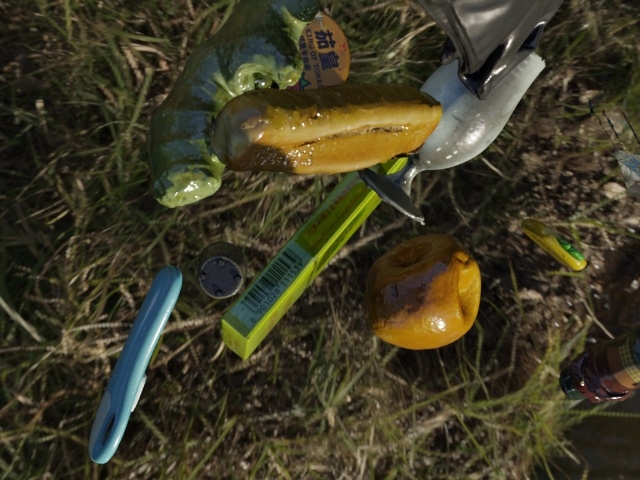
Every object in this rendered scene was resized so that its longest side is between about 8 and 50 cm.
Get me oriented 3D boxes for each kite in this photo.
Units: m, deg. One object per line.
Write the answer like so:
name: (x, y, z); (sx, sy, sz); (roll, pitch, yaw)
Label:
kite: (0.701, -0.192, 1.896); (0.015, 0.169, 0.310); (-44, 117, -10)

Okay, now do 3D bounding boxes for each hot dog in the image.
hot dog: (0.012, -0.105, 0.768); (0.068, 0.289, 0.083); (44, 122, 26)

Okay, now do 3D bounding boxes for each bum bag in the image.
bum bag: (0.123, -0.184, 0.610); (0.060, 0.248, 0.123); (43, 99, 19)

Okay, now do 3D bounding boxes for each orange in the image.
orange: (0.189, 0.108, 1.625); (0.249, 0.249, 0.183); (-26, 105, 4)

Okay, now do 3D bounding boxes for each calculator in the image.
calculator: (0.502, 0.008, 1.842); (0.146, 0.235, 0.032); (41, 94, -7)

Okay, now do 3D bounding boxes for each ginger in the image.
ginger: (-0.094, -0.162, 0.897); (0.137, 0.089, 0.290); (32, 75, 28)

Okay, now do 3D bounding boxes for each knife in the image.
knife: (-0.189, 0.128, 0.878); (0.031, 0.064, 0.222); (19, 99, -30)

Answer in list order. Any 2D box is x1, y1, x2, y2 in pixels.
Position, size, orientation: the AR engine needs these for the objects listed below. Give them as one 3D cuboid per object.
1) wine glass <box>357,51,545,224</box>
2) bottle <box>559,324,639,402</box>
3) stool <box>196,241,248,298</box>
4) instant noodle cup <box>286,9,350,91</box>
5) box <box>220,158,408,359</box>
wine glass: (0.143, -0.127, 0.927); (0.103, 0.103, 0.222); (38, 105, -7)
bottle: (0.663, 0.299, 1.961); (0.156, 0.143, 0.271); (34, 141, -16)
stool: (-0.179, 0.056, 1.548); (0.096, 0.110, 0.096); (-1, 102, -4)
instant noodle cup: (-0.060, -0.339, 1.689); (0.215, 0.172, 0.216); (1, 83, -8)
box: (0.000, 0.000, 1.071); (0.047, 0.187, 0.335); (40, 75, 6)
